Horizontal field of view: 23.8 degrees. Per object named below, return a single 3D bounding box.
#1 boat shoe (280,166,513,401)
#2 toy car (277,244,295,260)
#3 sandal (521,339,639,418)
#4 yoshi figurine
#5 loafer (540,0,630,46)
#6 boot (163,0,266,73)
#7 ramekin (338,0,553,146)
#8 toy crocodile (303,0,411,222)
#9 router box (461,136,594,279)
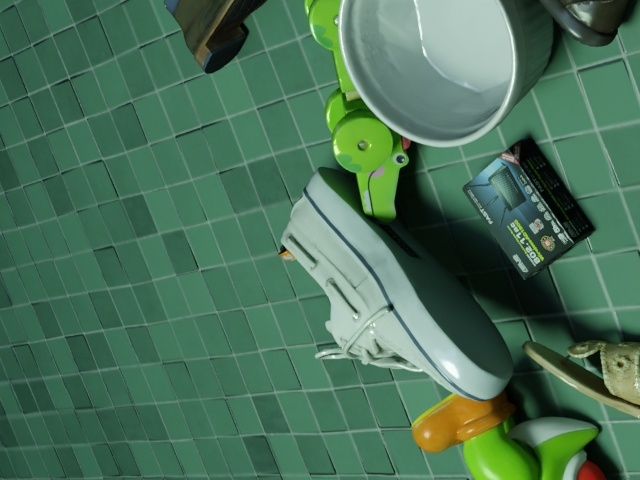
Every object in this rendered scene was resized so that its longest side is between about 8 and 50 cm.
[{"bbox_3d":[0.059,0.081,1.667,0.156,0.136,0.367,-56,51,18],"label":"boat shoe"},{"bbox_3d":[0.000,0.000,1.829,0.040,0.060,0.122,52,145,-7],"label":"toy car"},{"bbox_3d":[0.326,0.142,1.544,0.240,0.088,0.079,35,104,21],"label":"sandal"},{"bbox_3d":[0.231,0.334,1.663,0.362,0.203,0.203,51,148,11],"label":"yoshi figurine"},{"bbox_3d":[0.213,-0.281,1.413,0.220,0.080,0.078,47,127,10],"label":"loafer"},{"bbox_3d":[-0.124,-0.296,1.777,0.106,0.082,0.219,51,143,11],"label":"boot"},{"bbox_3d":[0.130,-0.205,1.497,0.207,0.109,0.207,19,123,32],"label":"ramekin"},{"bbox_3d":[0.049,-0.184,1.635,0.115,0.105,0.340,-100,-1,-69],"label":"toy crocodile"},{"bbox_3d":[0.214,-0.032,1.578,0.122,0.038,0.092,56,143,8],"label":"router box"}]
